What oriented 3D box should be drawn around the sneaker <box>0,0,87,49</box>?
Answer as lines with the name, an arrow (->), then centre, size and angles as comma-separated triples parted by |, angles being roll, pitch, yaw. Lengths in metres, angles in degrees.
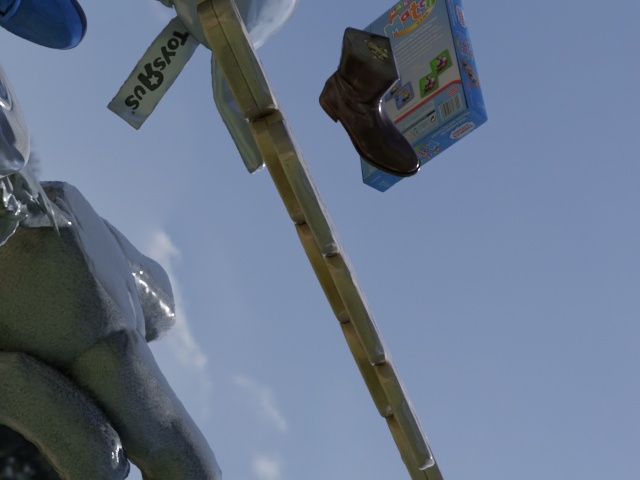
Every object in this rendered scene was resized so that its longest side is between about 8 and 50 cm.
sneaker -> -0.307, -0.231, 1.194 | 0.069, 0.209, 0.082 | -47, -167, 28

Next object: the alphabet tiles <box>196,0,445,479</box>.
alphabet tiles -> 0.000, 0.000, 0.714 | 0.278, 0.021, 0.284 | -109, 175, -73

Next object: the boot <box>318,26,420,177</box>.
boot -> 0.049, -0.106, 1.033 | 0.106, 0.037, 0.114 | 39, -26, 3

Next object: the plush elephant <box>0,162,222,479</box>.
plush elephant -> -0.255, 0.085, 0.942 | 0.330, 0.255, 0.272 | 59, 6, -48

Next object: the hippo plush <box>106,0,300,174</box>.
hippo plush -> -0.093, -0.249, 0.832 | 0.234, 0.294, 0.236 | 22, -17, 30

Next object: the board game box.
board game box -> 0.103, -0.181, 1.514 | 0.160, 0.039, 0.211 | -34, -133, 34

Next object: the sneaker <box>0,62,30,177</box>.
sneaker -> -0.241, -0.092, 0.738 | 0.217, 0.121, 0.079 | 62, -3, 38
